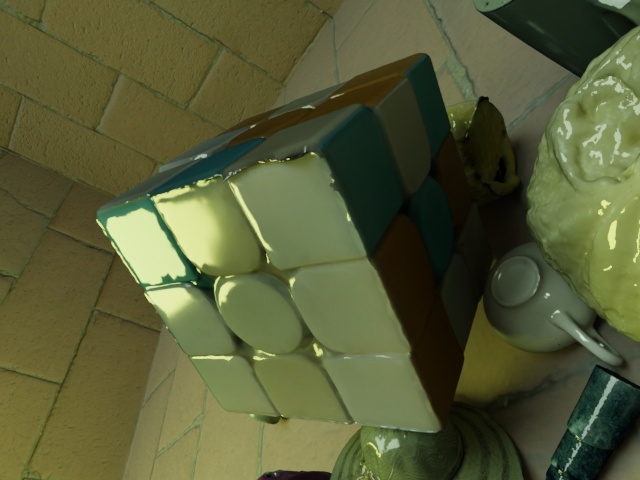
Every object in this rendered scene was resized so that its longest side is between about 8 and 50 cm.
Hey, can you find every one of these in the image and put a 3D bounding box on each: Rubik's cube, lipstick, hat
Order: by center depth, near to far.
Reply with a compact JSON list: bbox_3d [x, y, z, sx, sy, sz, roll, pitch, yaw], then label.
[{"bbox_3d":[0.256,0.244,0.484,0.234,0.053,0.053,-63,24,6],"label":"lipstick"},{"bbox_3d":[0.107,0.247,0.560,0.252,0.110,0.252,-21,20,8],"label":"hat"},{"bbox_3d":[0.000,0.000,0.633,0.347,0.346,0.344,-7,27,35],"label":"Rubik's cube"}]

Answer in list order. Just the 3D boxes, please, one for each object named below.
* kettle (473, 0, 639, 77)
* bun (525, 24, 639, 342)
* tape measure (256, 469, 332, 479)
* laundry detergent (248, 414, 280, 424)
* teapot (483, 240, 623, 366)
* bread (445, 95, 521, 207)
[{"bbox_3d":[0.352,-0.295,0.588,0.160,0.243,0.210,-57,23,17],"label":"kettle"},{"bbox_3d":[0.345,-0.085,0.417,0.352,0.227,0.349,-55,24,16],"label":"bun"},{"bbox_3d":[0.005,0.411,0.614,0.149,0.232,0.245,-60,29,9],"label":"tape measure"},{"bbox_3d":[-0.107,0.272,1.119,0.215,0.105,0.280,7,71,65],"label":"laundry detergent"},{"bbox_3d":[0.274,0.072,0.577,0.145,0.092,0.226,-56,29,19],"label":"teapot"},{"bbox_3d":[0.213,-0.129,0.765,0.171,0.197,0.197,-15,53,50],"label":"bread"}]
